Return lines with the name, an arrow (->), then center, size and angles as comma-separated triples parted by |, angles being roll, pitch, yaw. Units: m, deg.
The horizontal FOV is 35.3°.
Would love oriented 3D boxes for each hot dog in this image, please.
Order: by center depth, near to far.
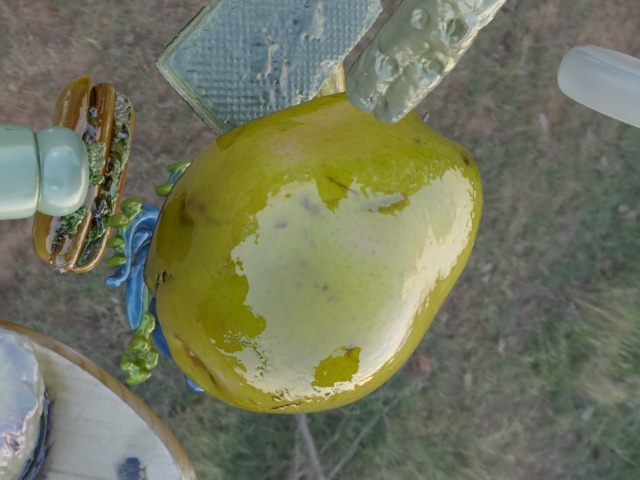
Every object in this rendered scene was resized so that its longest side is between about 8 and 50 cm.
hot dog -> -0.352, -0.097, 1.526 | 0.135, 0.100, 0.337 | 34, 52, -43

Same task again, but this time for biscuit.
biscuit -> -0.043, -0.218, 1.062 | 0.252, 0.052, 0.150 | -52, 120, -22

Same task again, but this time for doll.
doll -> -0.149, 0.041, 1.376 | 0.346, 0.098, 0.342 | 24, 65, -53

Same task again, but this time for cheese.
cheese -> 0.082, -0.158, 0.761 | 0.065, 0.194, 0.043 | 39, 50, -4

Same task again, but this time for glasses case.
glasses case -> 0.405, -0.191, 1.295 | 0.051, 0.204, 0.081 | -52, 162, -42

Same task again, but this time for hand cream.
hand cream -> -0.382, -0.068, 0.979 | 0.305, 0.147, 0.093 | -1, 147, -26

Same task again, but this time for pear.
pear -> -0.002, 0.011, 0.965 | 0.336, 0.285, 0.285 | -23, 122, -35

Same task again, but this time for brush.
brush -> -0.216, 0.137, 0.691 | 0.266, 0.166, 0.174 | 11, 73, -3

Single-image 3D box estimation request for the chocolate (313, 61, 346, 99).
chocolate -> -0.010, -0.259, 1.230 | 0.085, 0.085, 0.219 | -30, 118, -26
